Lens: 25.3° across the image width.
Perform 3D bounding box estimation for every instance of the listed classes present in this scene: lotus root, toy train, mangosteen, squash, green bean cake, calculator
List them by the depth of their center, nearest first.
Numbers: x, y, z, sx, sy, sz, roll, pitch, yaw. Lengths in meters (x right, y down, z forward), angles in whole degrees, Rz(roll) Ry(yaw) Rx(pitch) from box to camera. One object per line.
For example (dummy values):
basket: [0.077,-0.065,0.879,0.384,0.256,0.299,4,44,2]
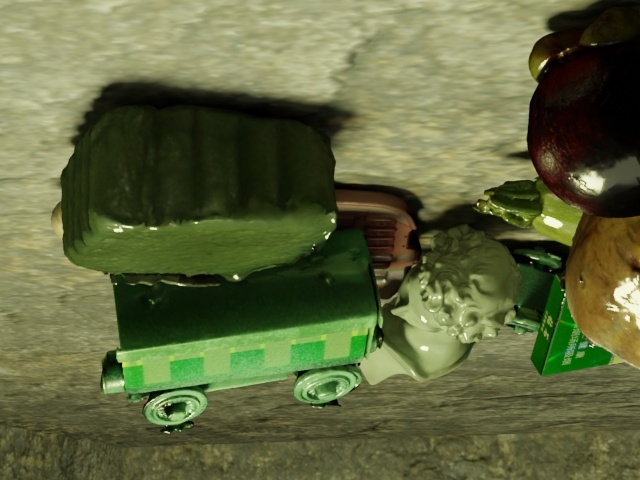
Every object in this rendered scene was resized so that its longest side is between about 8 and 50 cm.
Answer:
mangosteen: [0.210,-0.093,1.002,0.152,0.152,0.152,2,165,1]
lotus root: [0.329,-0.006,1.126,0.272,0.272,0.192,0,155,7]
green bean cake: [-0.107,-0.036,1.263,0.227,0.125,0.222,5,163,-19]
squash: [0.308,-0.027,1.309,0.341,0.094,0.094,0,165,-1]
toy train: [-0.079,0.092,1.455,0.301,0.120,0.202,-8,146,-8]
calculator: [0.000,0.000,1.540,0.220,0.048,0.329,3,163,1]
toy train: [0.260,0.070,1.674,0.253,0.105,0.157,15,174,-35]

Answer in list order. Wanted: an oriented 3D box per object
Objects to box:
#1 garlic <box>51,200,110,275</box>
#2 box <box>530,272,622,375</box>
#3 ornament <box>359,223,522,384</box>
garlic: [-0.190,-0.003,1.456,0.174,0.099,0.124,11,155,-26]
box: [0.355,0.078,1.574,0.235,0.034,0.132,-7,132,-19]
ornament: [0.128,0.081,1.552,0.130,0.120,0.285,-37,171,-25]
